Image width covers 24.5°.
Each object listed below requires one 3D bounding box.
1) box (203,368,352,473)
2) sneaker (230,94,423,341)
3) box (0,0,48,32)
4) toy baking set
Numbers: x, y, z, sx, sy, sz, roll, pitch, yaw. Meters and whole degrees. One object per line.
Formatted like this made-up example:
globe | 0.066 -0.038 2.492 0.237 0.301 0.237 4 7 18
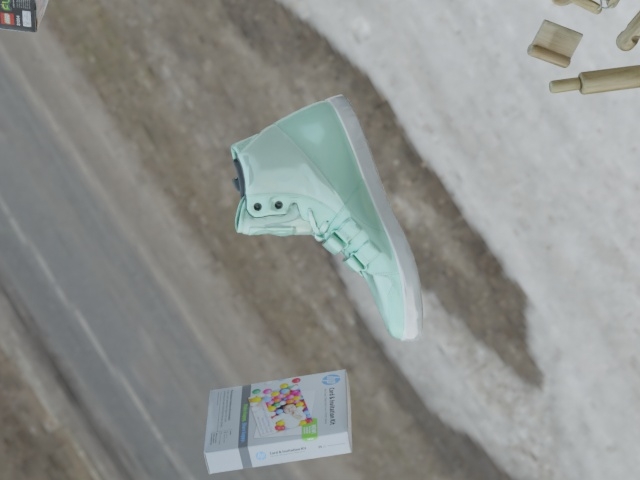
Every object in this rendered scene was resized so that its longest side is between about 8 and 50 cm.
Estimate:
box | -0.054 0.234 1.910 0.145 0.186 0.038 -90 -9 -62
sneaker | 0.000 0.000 1.449 0.094 0.151 0.256 131 118 -79
box | -0.251 -0.294 1.256 0.114 0.036 0.207 -84 1 -48
toy baking set | 0.389 -0.271 1.845 0.030 0.256 0.196 -103 11 -51
